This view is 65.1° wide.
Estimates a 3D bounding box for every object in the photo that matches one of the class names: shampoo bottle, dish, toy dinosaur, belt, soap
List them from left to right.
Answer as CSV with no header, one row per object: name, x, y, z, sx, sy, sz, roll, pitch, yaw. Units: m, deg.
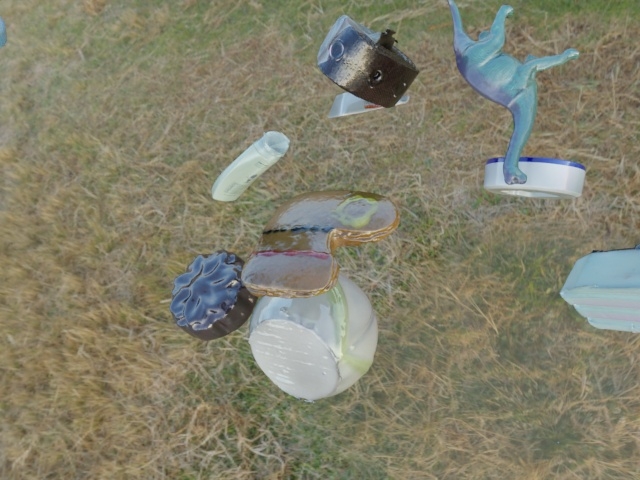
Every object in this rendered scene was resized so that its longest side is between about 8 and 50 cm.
shampoo bottle,-0.141,-0.140,0.975,0.212,0.072,0.049,-32,64,46
dish,0.142,-0.412,1.471,0.235,0.154,0.064,-13,104,-12
belt,0.120,-0.431,1.196,0.184,0.289,0.164,51,119,20
toy dinosaur,0.351,-0.334,1.094,0.384,0.129,0.330,35,79,15
soap,0.509,0.078,0.788,0.091,0.145,0.231,-57,19,-17

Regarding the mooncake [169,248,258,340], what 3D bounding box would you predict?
mooncake,-0.326,0.160,1.519,0.283,0.141,0.282,-19,48,23

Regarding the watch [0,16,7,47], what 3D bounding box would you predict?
watch,-0.644,-0.323,0.824,0.193,0.211,0.210,-53,51,38

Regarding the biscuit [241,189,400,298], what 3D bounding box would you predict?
biscuit,-0.001,-0.001,0.959,0.263,0.052,0.277,6,49,28

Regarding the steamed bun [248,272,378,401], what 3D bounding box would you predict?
steamed bun,0.001,0.191,1.170,0.310,0.309,0.308,-9,66,22

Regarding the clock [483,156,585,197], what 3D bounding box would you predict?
clock,0.527,-0.153,1.250,0.231,0.230,0.083,11,93,28
